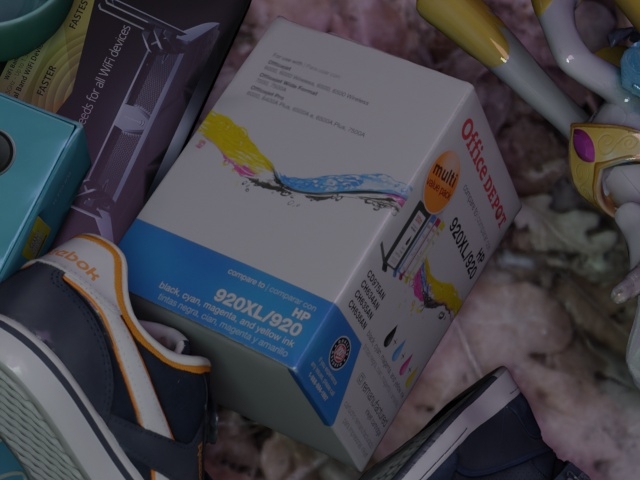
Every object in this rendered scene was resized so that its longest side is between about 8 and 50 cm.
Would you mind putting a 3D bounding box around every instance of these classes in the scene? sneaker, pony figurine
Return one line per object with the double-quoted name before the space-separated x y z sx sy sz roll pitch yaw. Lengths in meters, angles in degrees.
"sneaker" 0.118 0.193 1.281 0.163 0.086 0.226 56 35 3
"sneaker" -0.119 0.136 1.201 0.126 0.321 0.127 17 52 34
"pony figurine" 0.265 -0.040 1.307 0.351 0.303 0.363 14 38 -38

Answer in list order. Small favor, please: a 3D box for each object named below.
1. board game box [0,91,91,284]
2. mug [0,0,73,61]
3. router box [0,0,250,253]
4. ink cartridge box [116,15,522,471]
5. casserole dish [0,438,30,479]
"board game box" -0.333 0.035 1.184 0.254 0.079 0.336 23 71 6
"mug" -0.221 -0.196 1.269 0.129 0.097 0.157 35 71 2
"router box" -0.211 -0.107 1.340 0.243 0.081 0.309 25 72 -4
"ink cartridge box" 0.000 0.000 1.278 0.168 0.171 0.232 22 70 28
"casserole dish" -0.237 0.184 1.238 0.188 0.037 0.114 -16 86 -42
